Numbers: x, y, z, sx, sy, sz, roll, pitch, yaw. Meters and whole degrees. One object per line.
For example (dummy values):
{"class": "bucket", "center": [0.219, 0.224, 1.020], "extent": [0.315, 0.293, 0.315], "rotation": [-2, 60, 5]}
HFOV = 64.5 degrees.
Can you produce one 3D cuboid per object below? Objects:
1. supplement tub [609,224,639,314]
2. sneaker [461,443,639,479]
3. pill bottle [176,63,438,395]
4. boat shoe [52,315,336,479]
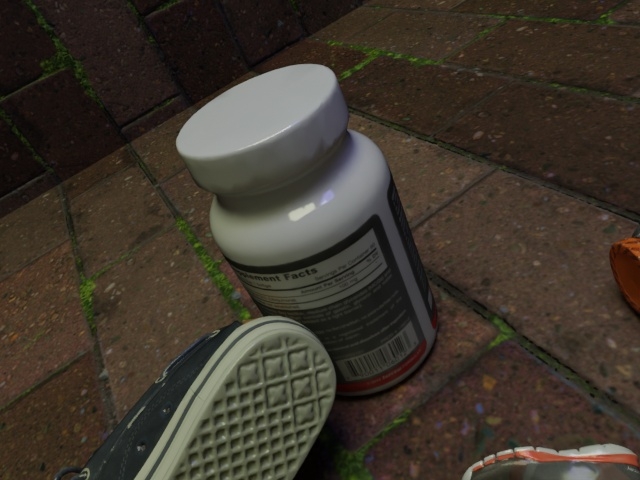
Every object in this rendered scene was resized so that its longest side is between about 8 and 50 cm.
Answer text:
{"class": "supplement tub", "center": [0.425, 0.011, 0.536], "extent": [0.190, 0.117, 0.117], "rotation": [-22, 36, 7]}
{"class": "sneaker", "center": [0.208, 0.226, 0.454], "extent": [0.157, 0.061, 0.065], "rotation": [-15, 44, 16]}
{"class": "pill bottle", "center": [0.000, 0.000, 0.599], "extent": [0.210, 0.363, 0.210], "rotation": [-16, 37, 13]}
{"class": "boat shoe", "center": [-0.173, 0.286, 0.497], "extent": [0.500, 0.187, 0.156], "rotation": [-55, 24, -15]}
